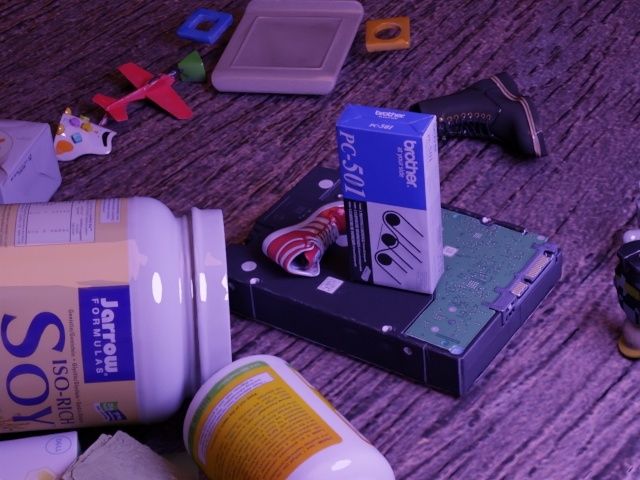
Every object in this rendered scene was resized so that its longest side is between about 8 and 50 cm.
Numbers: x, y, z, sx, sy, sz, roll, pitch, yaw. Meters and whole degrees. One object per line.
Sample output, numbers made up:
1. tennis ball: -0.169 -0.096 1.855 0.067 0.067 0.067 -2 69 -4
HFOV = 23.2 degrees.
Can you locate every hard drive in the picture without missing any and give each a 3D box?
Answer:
1. hard drive: 0.073 0.037 1.770 0.339 0.064 0.237 17 43 29

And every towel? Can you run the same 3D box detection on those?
1. towel: -0.175 0.246 1.513 0.148 0.027 0.110 28 32 12

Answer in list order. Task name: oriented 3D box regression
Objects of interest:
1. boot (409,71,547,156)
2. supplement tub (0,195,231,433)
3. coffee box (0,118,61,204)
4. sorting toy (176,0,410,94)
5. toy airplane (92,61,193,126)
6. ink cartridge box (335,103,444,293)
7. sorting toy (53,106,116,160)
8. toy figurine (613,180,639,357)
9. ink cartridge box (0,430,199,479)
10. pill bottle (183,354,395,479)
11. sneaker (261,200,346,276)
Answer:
1. boot: 0.202 -0.143 1.992 0.137 0.077 0.198 -16 25 -5
2. supplement tub: -0.262 0.077 1.607 0.331 0.241 0.241 -3 37 -5
3. coffee box: -0.475 -0.085 1.979 0.246 0.098 0.141 8 39 17
4. sorting toy: -0.041 -0.267 2.203 0.347 0.047 0.196 3 45 17
5. toy airplane: -0.250 -0.202 2.148 0.151 0.028 0.151 -2 49 2
6. ink cartridge box: 0.075 -0.042 1.649 0.097 0.207 0.046 10 40 20
7. sorting toy: -0.314 -0.141 2.088 0.075 0.045 0.083 14 37 -5
8. toy figurine: 0.423 0.033 1.667 0.209 0.148 0.213 1 39 19
9. ink cartridge box: -0.238 0.262 1.528 0.235 0.056 0.171 -9 37 -1
10. pill bottle: -0.015 0.226 1.472 0.136 0.136 0.245 -25 41 -23
11. sneaker: 0.000 0.000 1.741 0.118 0.042 0.067 -27 37 -15
